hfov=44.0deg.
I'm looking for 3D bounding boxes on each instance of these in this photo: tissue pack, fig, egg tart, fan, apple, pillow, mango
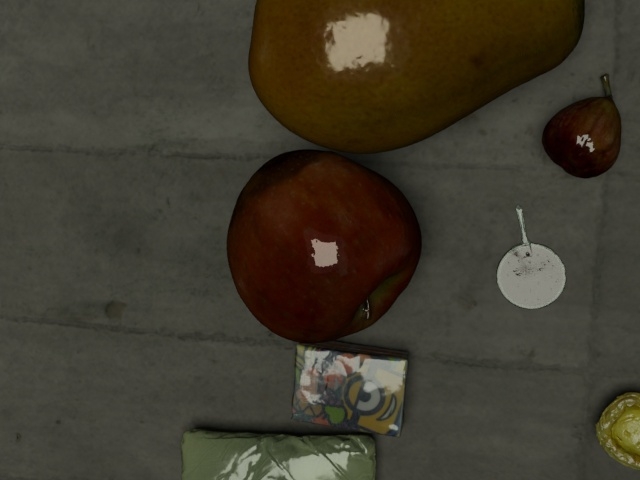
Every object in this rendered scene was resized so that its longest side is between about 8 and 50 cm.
[{"bbox_3d":[0.039,0.190,1.032,0.148,0.060,0.109,7,99,13],"label":"tissue pack"},{"bbox_3d":[0.319,-0.136,0.921,0.089,0.089,0.125,35,83,5],"label":"fig"},{"bbox_3d":[0.392,0.232,0.972,0.105,0.039,0.105,2,98,12],"label":"egg tart"},{"bbox_3d":[0.259,0.021,0.988,0.085,0.005,0.133,-10,97,14],"label":"fan"},{"bbox_3d":[0.000,0.000,0.940,0.229,0.230,0.230,2,98,12],"label":"apple"},{"bbox_3d":[-0.056,0.397,1.078,0.274,0.076,0.281,-1,92,10],"label":"pillow"},{"bbox_3d":[0.102,-0.242,0.881,0.378,0.221,0.264,-13,90,3],"label":"mango"}]
